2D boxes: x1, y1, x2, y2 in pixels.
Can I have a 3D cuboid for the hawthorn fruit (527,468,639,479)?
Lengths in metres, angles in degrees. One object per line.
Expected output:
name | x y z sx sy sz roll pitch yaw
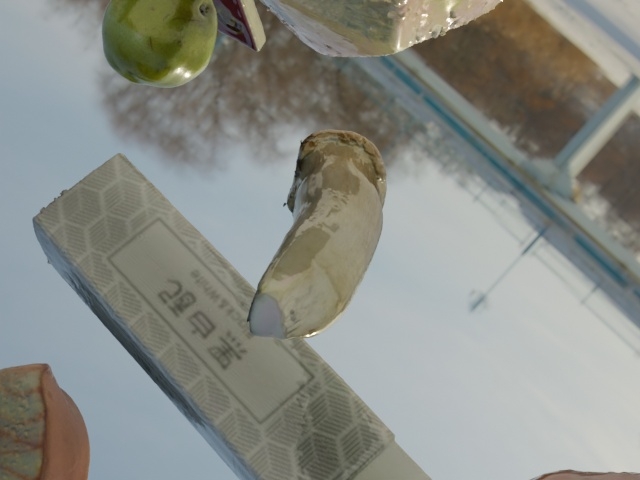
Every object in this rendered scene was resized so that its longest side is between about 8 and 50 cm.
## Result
hawthorn fruit | 0.144 0.208 0.637 0.179 0.179 0.200 47 -160 26

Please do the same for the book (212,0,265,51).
book | -0.131 -0.259 1.000 0.162 0.022 0.232 30 162 23

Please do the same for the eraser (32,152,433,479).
eraser | -0.059 0.107 0.919 0.404 0.098 0.096 44 163 21

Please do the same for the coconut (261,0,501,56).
coconut | 0.040 -0.232 0.764 0.233 0.245 0.233 41 152 28

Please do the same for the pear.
pear | -0.123 -0.164 0.957 0.092 0.097 0.092 28 -149 -19

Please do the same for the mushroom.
mushroom | 0.000 0.000 0.768 0.071 0.084 0.209 12 -151 4

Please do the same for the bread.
bread | -0.484 0.325 1.709 0.114 0.327 0.295 37 -129 -57
